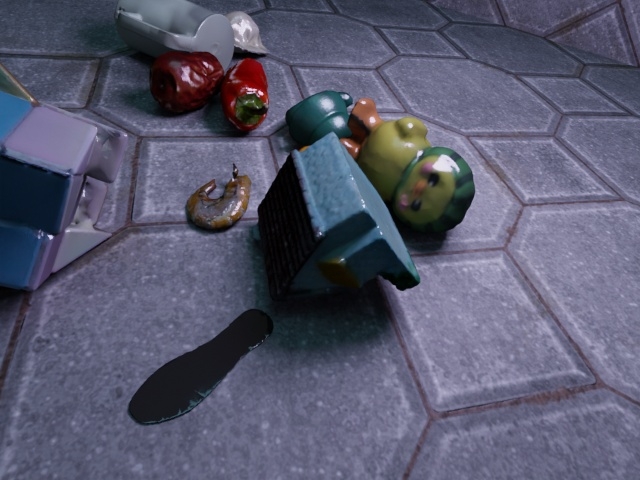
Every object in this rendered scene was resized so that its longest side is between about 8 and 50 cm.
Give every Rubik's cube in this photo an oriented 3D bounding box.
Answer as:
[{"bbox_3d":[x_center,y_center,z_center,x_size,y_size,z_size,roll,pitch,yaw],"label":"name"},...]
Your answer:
[{"bbox_3d":[-0.523,-0.104,0.671,0.387,0.359,0.368,20,0,-26],"label":"Rubik's cube"}]

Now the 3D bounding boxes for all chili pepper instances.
[{"bbox_3d":[-0.199,-0.362,1.122,0.131,0.135,0.338,-10,42,-2],"label":"chili pepper"}]

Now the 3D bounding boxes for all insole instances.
[{"bbox_3d":[-0.173,0.190,0.661,0.086,0.005,0.253,37,50,24],"label":"insole"}]

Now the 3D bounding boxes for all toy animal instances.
[{"bbox_3d":[0.195,-0.156,0.955,0.338,0.216,0.191,41,25,24],"label":"toy animal"}]

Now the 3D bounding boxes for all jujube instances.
[{"bbox_3d":[-0.362,-0.447,1.172,0.155,0.155,0.230,28,42,17],"label":"jujube"}]

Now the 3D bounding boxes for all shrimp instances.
[{"bbox_3d":[-0.217,-0.099,0.913,0.132,0.052,0.188,14,47,3],"label":"shrimp"}]

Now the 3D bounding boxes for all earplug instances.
[{"bbox_3d":[0.015,-0.316,1.138,0.257,0.164,0.280,12,41,-56],"label":"earplug"}]

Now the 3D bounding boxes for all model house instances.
[{"bbox_3d":[0.000,0.000,0.779,0.248,0.230,0.281,-32,41,16],"label":"model house"}]

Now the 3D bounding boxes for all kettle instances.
[{"bbox_3d":[-0.460,-0.658,1.304,0.318,0.265,0.205,30,88,15],"label":"kettle"}]

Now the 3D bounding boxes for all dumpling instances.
[{"bbox_3d":[-0.266,-0.704,1.471,0.172,0.142,0.247,53,33,15],"label":"dumpling"}]

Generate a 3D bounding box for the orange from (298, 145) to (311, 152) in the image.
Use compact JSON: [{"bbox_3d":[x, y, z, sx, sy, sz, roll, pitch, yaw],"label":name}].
[{"bbox_3d":[-0.023,-0.190,1.029,0.083,0.070,0.083,0,67,0],"label":"orange"}]
